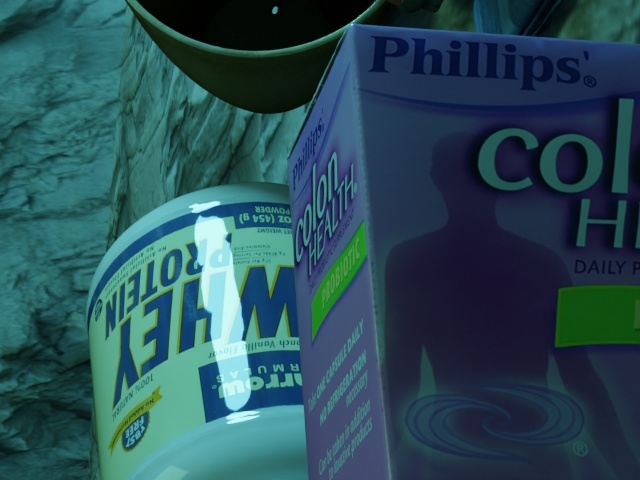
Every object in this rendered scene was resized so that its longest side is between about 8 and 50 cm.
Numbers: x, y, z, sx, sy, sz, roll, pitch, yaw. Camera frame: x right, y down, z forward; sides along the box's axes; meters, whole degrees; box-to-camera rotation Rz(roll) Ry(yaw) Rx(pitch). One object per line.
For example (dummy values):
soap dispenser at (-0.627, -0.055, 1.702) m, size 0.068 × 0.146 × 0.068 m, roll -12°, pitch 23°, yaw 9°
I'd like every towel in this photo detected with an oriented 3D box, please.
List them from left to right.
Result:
towel at (0.123, -0.152, 1.022) m, size 0.119 × 0.029 × 0.067 m, roll 117°, pitch 151°, yaw -61°

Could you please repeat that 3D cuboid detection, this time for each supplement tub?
supplement tub at (-0.041, 0.143, 1.209) m, size 0.325 × 0.235 × 0.235 m, roll -103°, pitch 21°, yaw -46°

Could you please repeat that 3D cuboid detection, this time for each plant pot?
plant pot at (-0.046, -0.201, 1.366) m, size 0.254 × 0.237 × 0.237 m, roll 90°, pitch 177°, yaw -71°

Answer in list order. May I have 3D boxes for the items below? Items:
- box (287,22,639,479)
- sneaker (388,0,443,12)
box at (0.108, 0.051, 0.674) m, size 0.117 × 0.214 × 0.243 m, roll 117°, pitch 152°, yaw -60°
sneaker at (0.030, -0.284, 1.199) m, size 0.097 × 0.135 × 0.276 m, roll 128°, pitch 141°, yaw -63°
